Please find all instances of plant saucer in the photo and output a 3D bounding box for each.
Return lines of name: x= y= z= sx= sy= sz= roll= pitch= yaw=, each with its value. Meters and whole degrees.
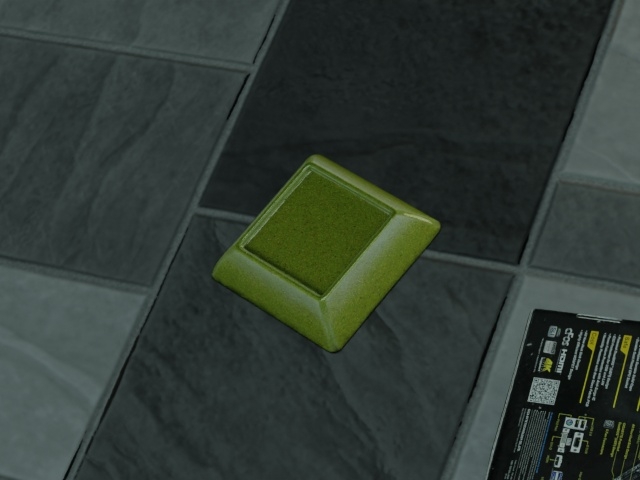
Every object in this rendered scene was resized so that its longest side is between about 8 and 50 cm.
plant saucer: x=0.000 y=0.000 z=2.132 sx=0.188 sy=0.045 sz=0.188 roll=31 pitch=71 yaw=31

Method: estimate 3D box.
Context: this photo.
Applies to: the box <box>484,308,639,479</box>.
box: x=0.288 y=0.229 z=1.873 sx=0.257 sy=0.079 sz=0.322 roll=7 pitch=61 yaw=20
